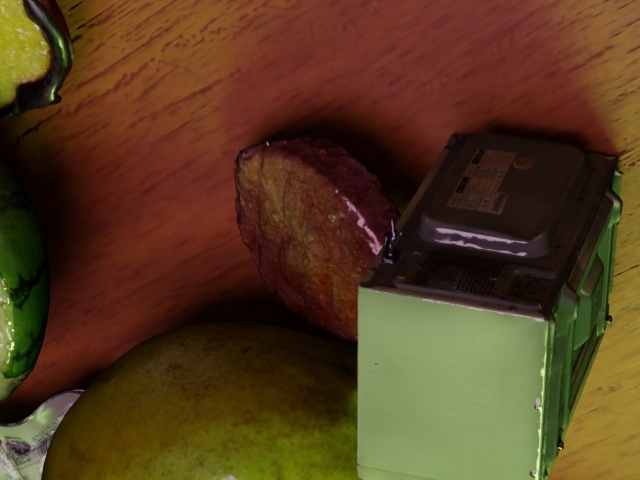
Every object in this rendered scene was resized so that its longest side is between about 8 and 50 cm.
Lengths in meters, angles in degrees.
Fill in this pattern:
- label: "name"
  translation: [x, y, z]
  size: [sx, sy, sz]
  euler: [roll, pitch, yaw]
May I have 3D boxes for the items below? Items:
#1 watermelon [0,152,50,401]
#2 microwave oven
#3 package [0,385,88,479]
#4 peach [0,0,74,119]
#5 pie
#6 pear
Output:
- label: "watermelon"
  translation: [-0.352, 0.008, 1.563]
  size: [0.330, 0.189, 0.331]
  euler: [7, 107, 22]
- label: "microwave oven"
  translation: [0.126, 0.046, 1.364]
  size: [0.145, 0.240, 0.194]
  euler: [12, 122, 15]
- label: "package"
  translation: [-0.209, 0.237, 1.680]
  size: [0.166, 0.040, 0.232]
  euler: [-28, 100, 27]
- label: "peach"
  translation: [-0.314, -0.195, 1.501]
  size: [0.279, 0.068, 0.189]
  euler: [29, 134, 0]
- label: "pie"
  translation: [0.000, 0.000, 1.467]
  size: [0.182, 0.049, 0.182]
  euler: [33, 143, 30]
- label: "pear"
  translation: [-0.074, 0.190, 1.515]
  size: [0.307, 0.253, 0.253]
  euler: [-20, 110, 28]
